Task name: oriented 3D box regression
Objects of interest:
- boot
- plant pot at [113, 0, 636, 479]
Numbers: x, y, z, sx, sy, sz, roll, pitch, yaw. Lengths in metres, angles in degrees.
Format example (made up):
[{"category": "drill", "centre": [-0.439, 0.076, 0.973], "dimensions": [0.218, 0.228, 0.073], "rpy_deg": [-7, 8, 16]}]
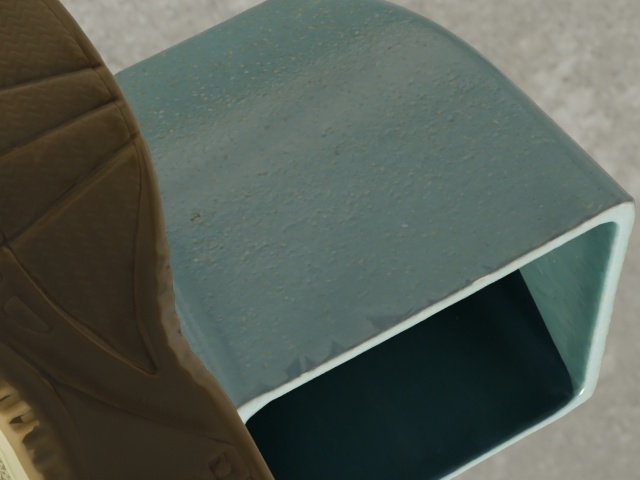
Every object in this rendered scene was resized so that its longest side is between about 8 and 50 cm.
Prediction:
[{"category": "boot", "centre": [-0.123, 0.038, 0.648], "dimensions": [0.095, 0.262, 0.203], "rpy_deg": [-31, -171, -35]}, {"category": "plant pot", "centre": [0.000, 0.000, 1.112], "dimensions": [0.247, 0.252, 0.248], "rpy_deg": [-27, 153, -13]}]
